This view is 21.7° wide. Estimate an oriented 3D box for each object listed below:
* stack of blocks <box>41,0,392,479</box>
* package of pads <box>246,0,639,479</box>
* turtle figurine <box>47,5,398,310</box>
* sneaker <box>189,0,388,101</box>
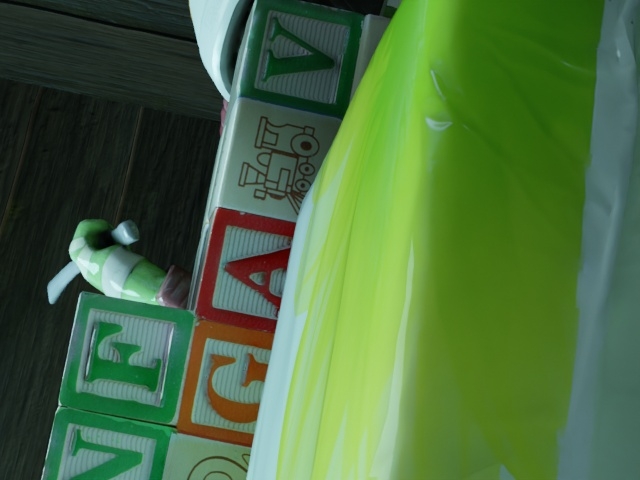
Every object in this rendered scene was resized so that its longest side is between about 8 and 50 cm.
[{"bbox_3d":[-0.015,0.063,0.650,0.087,0.171,0.297,135,146,-79],"label":"stack of blocks"},{"bbox_3d":[0.036,0.087,0.472,0.229,0.101,0.296,120,161,-69],"label":"package of pads"},{"bbox_3d":[-0.046,-0.027,1.009,0.274,0.198,0.266,-103,29,-68],"label":"turtle figurine"},{"bbox_3d":[0.013,-0.204,0.729,0.290,0.106,0.123,-59,31,19],"label":"sneaker"}]
